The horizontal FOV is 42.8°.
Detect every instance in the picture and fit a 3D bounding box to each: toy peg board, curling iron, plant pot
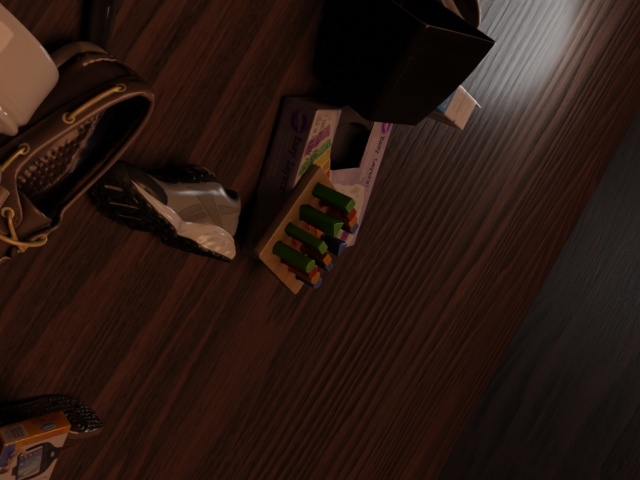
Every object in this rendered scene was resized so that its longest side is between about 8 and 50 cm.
[{"bbox_3d":[0.000,0.000,1.222,0.161,0.079,0.160,-56,151,-11],"label":"toy peg board"},{"bbox_3d":[-0.224,-0.263,0.811,0.068,0.035,0.274,-10,130,-31],"label":"curling iron"},{"bbox_3d":[0.104,-0.271,1.187,0.187,0.188,0.167,-5,131,-48],"label":"plant pot"}]

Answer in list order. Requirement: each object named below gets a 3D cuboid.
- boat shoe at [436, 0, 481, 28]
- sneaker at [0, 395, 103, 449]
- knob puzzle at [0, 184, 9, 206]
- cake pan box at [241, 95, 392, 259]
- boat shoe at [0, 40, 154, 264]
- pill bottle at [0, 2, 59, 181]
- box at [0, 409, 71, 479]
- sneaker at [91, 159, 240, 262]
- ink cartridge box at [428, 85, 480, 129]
[{"bbox_3d":[0.189,-0.455,1.255,0.118,0.103,0.320,-51,149,-23],"label":"boat shoe"},{"bbox_3d":[-0.357,0.240,1.008,0.071,0.066,0.188,-51,149,15],"label":"sneaker"},{"bbox_3d":[-0.335,0.061,0.670,0.030,0.213,0.213,41,75,-26],"label":"knob puzzle"},{"bbox_3d":[0.004,-0.104,1.292,0.246,0.070,0.266,-13,126,-57],"label":"cake pan box"},{"bbox_3d":[-0.293,-0.050,0.791,0.324,0.097,0.116,-50,152,-11],"label":"boat shoe"},{"bbox_3d":[-0.368,-0.035,0.584,0.361,0.204,0.204,-56,151,-13],"label":"pill bottle"},{"bbox_3d":[-0.347,0.259,0.947,0.081,0.028,0.136,-9,136,-45],"label":"box"},{"bbox_3d":[-0.183,-0.053,1.010,0.271,0.100,0.108,33,71,-65],"label":"sneaker"},{"bbox_3d":[0.209,-0.253,1.462,0.180,0.104,0.060,19,98,-61],"label":"ink cartridge box"}]
